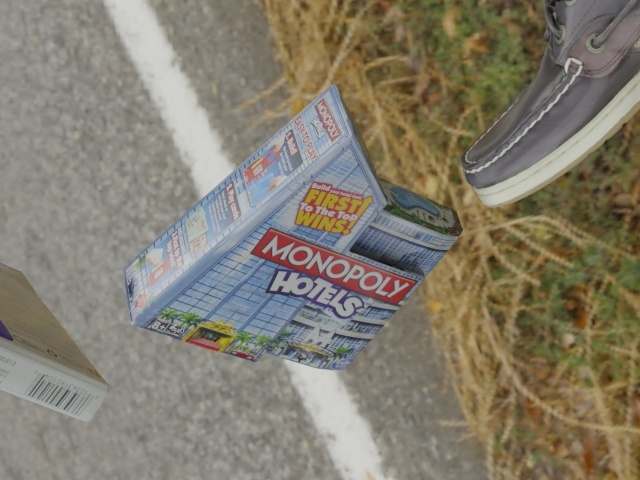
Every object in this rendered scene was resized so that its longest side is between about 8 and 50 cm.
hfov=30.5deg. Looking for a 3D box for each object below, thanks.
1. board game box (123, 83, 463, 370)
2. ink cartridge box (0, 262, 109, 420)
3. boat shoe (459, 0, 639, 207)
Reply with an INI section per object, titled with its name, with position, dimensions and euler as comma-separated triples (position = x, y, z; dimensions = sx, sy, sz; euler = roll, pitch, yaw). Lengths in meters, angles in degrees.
[board game box]
position = 0.000, 0.000, 0.793
dimensions = 0.194, 0.194, 0.060
euler = -51, 35, 28
[ink cartridge box]
position = -0.301, 0.055, 0.990
dimensions = 0.045, 0.206, 0.208
euler = -54, 44, 4
[boat shoe]
position = 0.180, -0.141, 0.709
dimensions = 0.092, 0.103, 0.285
euler = 41, 109, -12
